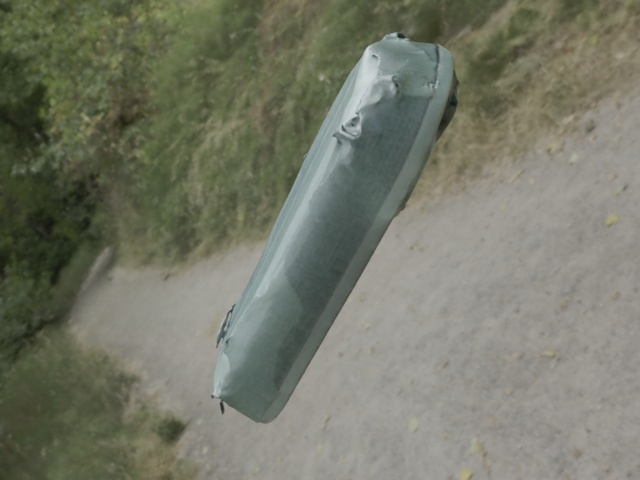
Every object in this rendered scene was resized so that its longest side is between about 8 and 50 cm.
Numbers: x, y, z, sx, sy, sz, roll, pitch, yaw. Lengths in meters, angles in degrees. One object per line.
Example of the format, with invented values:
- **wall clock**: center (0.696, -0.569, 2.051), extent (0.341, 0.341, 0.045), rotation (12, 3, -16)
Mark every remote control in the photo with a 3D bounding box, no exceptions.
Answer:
- **remote control**: center (0.000, 0.000, 0.477), extent (0.104, 0.052, 0.247), rotation (-83, 18, -58)
